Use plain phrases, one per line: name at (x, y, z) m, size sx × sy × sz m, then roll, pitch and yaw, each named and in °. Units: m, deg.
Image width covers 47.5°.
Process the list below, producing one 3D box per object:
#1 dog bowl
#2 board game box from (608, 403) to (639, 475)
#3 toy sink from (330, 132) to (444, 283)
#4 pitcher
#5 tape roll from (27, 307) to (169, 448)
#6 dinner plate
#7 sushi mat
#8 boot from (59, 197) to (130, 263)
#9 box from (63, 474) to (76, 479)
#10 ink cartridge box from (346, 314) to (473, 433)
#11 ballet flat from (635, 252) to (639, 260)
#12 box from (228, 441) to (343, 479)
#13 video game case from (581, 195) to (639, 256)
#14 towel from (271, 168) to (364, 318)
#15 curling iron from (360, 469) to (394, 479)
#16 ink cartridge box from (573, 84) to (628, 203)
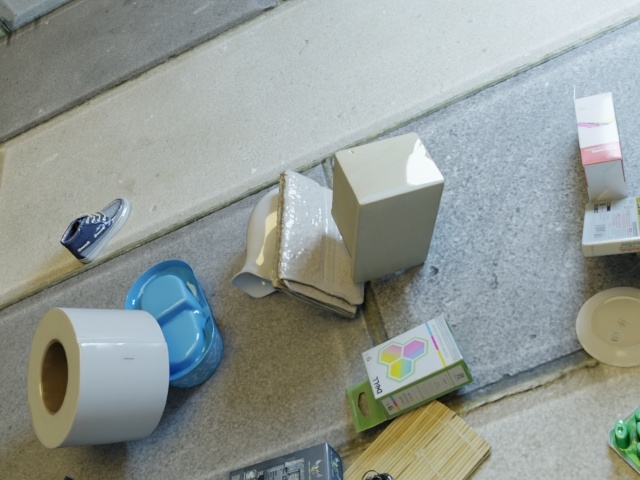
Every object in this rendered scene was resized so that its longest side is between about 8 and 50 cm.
dog bowl at (-0.288, 0.169, 1.456) m, size 0.165 × 0.074 × 0.297 m, roll -33°, pitch 48°, yaw 2°
board game box at (0.645, 0.256, 0.915) m, size 0.390 × 0.050 × 0.390 m, roll -39°, pitch 47°, yaw -5°
toy sink at (0.108, -0.056, 1.281) m, size 0.152 × 0.234 × 0.131 m, roll -16°, pitch 55°, yaw -12°
pitcher at (-0.076, 0.002, 1.430) m, size 0.177 × 0.125 × 0.207 m, roll -6°, pitch 57°, yaw 46°
tape roll at (-0.407, 0.246, 1.323) m, size 0.246 × 0.169 × 0.246 m, roll -10°, pitch 77°, yaw 47°
dinner plate at (0.470, 0.129, 1.129) m, size 0.141 × 0.017 × 0.141 m, roll -15°, pitch 51°, yaw 19°
sushi mat at (0.106, 0.385, 1.118) m, size 0.316 × 0.019 × 0.151 m, roll -44°, pitch 47°, yaw -10°
boot at (-0.536, -0.042, 1.738) m, size 0.069 × 0.086 × 0.190 m, roll 13°, pitch 62°, yaw 34°
box at (-0.410, 0.469, 1.151) m, size 0.116 × 0.029 × 0.162 m, roll 11°, pitch 58°, yaw 37°
ink cartridge box at (0.131, 0.218, 1.189) m, size 0.209 × 0.062 × 0.109 m, roll -26°, pitch 34°, yaw 7°
ballet flat at (0.575, 0.023, 1.080) m, size 0.232 × 0.073 × 0.080 m, roll 5°, pitch 70°, yaw 50°
box at (-0.052, 0.442, 1.101) m, size 0.183 × 0.059 × 0.233 m, roll -22°, pitch 43°, yaw 16°
video game case at (0.519, -0.031, 1.133) m, size 0.206 × 0.026 × 0.227 m, roll -7°, pitch 15°, yaw 24°
towel at (0.000, 0.000, 1.365) m, size 0.049 × 0.187 × 0.282 m, roll -41°, pitch 37°, yaw 41°
curling iron at (0.146, 0.442, 1.029) m, size 0.068 × 0.035 × 0.274 m, roll -42°, pitch 59°, yaw -4°
ink cartridge box at (0.494, -0.177, 1.284) m, size 0.067 × 0.115 × 0.198 m, roll -9°, pitch 52°, yaw 22°
